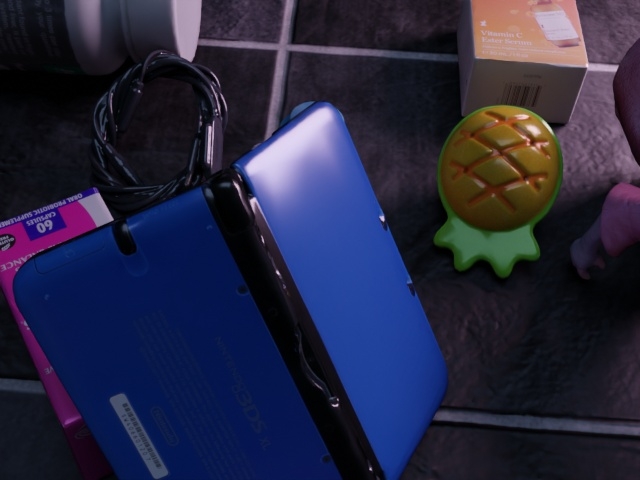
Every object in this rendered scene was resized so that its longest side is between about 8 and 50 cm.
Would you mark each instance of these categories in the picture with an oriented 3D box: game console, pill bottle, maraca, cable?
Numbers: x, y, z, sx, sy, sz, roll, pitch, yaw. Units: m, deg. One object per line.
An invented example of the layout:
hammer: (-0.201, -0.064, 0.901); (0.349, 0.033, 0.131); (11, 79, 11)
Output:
game console: (-0.046, 0.077, 0.658); (0.250, 0.293, 0.173); (-23, 17, 5)
pill bottle: (-0.330, -0.296, 0.959); (0.361, 0.204, 0.204); (4, 51, 1)
maraca: (0.180, -0.053, 0.855); (0.127, 0.099, 0.185); (8, 76, 17)
cable: (-0.177, -0.118, 0.900); (0.151, 0.047, 0.184); (-4, 76, 11)

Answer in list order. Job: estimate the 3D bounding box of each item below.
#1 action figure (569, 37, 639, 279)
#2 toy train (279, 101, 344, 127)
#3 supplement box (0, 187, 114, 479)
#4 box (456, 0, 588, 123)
action figure: (0.387, -0.047, 0.758); (0.248, 0.275, 0.370); (15, 38, 2)
toy train: (0.000, 0.000, 0.772); (0.105, 0.143, 0.248); (-3, 51, -3)
supplement box: (-0.199, 0.077, 0.725); (0.111, 0.114, 0.220); (-24, 57, -21)
box: (0.236, -0.233, 1.000); (0.130, 0.091, 0.170); (3, 52, 1)
